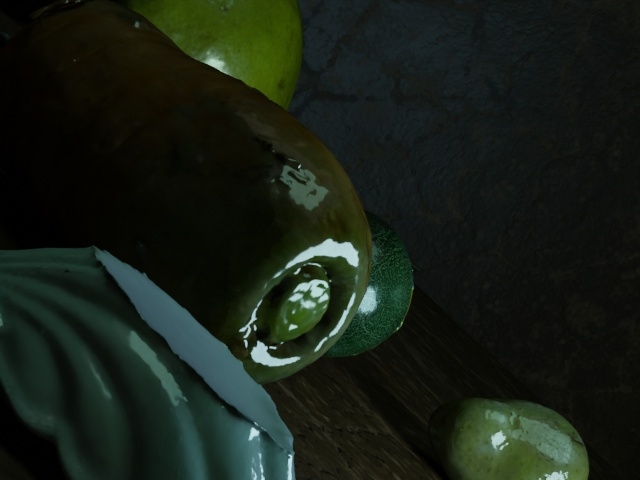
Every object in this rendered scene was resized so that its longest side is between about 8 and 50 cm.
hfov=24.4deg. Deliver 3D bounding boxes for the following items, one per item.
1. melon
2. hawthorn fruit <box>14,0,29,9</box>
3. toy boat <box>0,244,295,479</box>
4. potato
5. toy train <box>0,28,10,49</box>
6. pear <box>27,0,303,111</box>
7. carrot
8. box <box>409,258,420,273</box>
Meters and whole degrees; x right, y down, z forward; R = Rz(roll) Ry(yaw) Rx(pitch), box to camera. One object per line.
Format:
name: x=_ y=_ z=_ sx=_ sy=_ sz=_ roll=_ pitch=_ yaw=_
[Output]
melon: x=0.019 y=0.047 z=1.736 sx=0.182 sy=0.182 sz=0.288 roll=44 pitch=5 yaw=4
hawthorn fruit: x=-0.410 y=-0.483 z=2.207 sx=0.308 sy=0.325 sz=0.308 roll=22 pitch=-35 yaw=16
toy boat: x=-0.099 y=0.101 z=0.883 sx=0.290 sy=0.100 sz=0.199 roll=44 pitch=5 yaw=-15
potato: x=0.222 y=0.259 z=1.803 sx=0.194 sy=0.157 sz=0.157 roll=31 pitch=10 yaw=-22
toy train: x=-0.432 y=-0.277 z=1.370 sx=0.407 sy=0.086 sz=0.088 roll=44 pitch=6 yaw=6
pear: x=-0.185 y=-0.254 z=1.838 sx=0.352 sy=0.352 sz=0.413 roll=46 pitch=-4 yaw=22
carrot: x=-0.118 y=-0.038 z=1.216 sx=0.341 sy=0.224 sz=0.224 roll=40 pitch=2 yaw=36
box: x=0.002 y=-0.002 z=2.189 sx=0.184 sy=0.143 sz=0.273 roll=47 pitch=5 yaw=33
